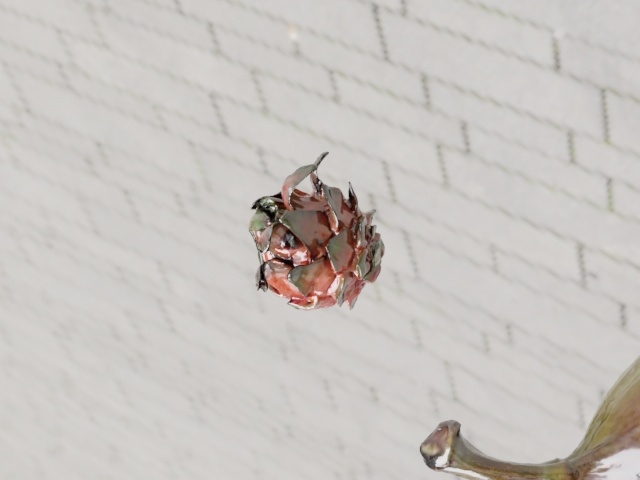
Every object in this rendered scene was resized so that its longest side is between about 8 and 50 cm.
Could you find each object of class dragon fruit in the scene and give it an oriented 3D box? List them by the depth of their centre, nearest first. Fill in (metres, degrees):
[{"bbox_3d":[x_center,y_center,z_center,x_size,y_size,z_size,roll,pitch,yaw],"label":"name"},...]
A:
[{"bbox_3d":[-0.005,0.005,1.465,0.142,0.121,0.130,47,-165,-29],"label":"dragon fruit"}]

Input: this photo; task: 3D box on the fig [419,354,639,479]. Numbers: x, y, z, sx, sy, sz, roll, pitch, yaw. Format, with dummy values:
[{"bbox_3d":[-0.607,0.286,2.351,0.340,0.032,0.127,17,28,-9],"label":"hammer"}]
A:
[{"bbox_3d":[0.216,0.135,0.994,0.320,0.217,0.217,-1,158,-9],"label":"fig"}]
